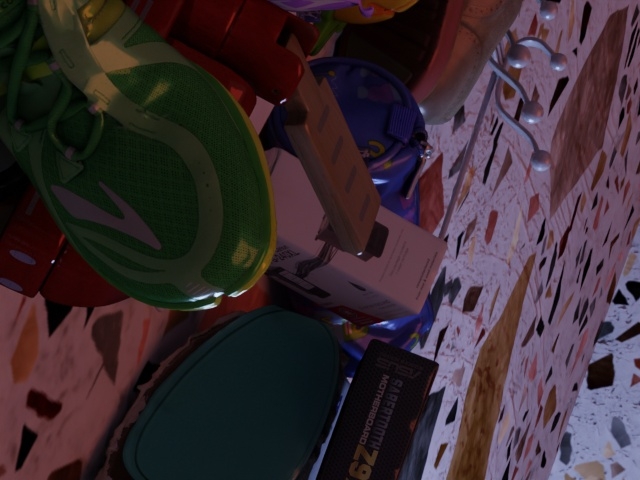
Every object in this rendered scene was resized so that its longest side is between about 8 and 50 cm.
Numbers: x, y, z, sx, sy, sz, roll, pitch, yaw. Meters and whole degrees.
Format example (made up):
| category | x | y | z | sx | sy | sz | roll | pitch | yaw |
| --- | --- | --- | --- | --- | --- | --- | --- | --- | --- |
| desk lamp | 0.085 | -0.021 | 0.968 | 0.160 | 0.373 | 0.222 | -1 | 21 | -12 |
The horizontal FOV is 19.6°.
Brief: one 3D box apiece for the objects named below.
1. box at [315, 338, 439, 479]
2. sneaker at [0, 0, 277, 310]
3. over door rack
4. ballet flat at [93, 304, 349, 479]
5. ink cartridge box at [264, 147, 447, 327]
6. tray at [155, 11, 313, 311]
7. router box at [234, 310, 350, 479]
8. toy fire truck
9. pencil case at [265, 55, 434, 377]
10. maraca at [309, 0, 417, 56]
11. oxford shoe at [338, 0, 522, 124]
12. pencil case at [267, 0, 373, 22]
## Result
| category | x | y | z | sx | sy | sz | roll | pitch | yaw |
| --- | --- | --- | --- | --- | --- | --- | --- | --- | --- |
| box | 0.028 | 0.184 | 1.446 | 0.232 | 0.059 | 0.183 | 98 | 13 | -78 |
| sneaker | -0.130 | -0.090 | 0.831 | 0.109 | 0.295 | 0.123 | -35 | 174 | 17 |
| over door rack | 0.141 | -0.101 | 1.746 | 0.324 | 0.108 | 0.239 | -59 | 158 | -15 |
| ballet flat | -0.122 | 0.220 | 1.345 | 0.409 | 0.147 | 0.147 | -58 | 156 | -31 |
| ink cartridge box | 0.000 | 0.000 | 1.372 | 0.109 | 0.150 | 0.063 | -19 | -135 | 66 |
| tray | -0.078 | -0.096 | 1.300 | 0.145 | 0.030 | 0.270 | 75 | 36 | -56 |
| router box | -0.055 | 0.259 | 1.589 | 0.335 | 0.082 | 0.301 | 60 | 49 | -65 |
| toy fire truck | -0.074 | -0.050 | 1.001 | 0.217 | 0.246 | 0.158 | -66 | -172 | -21 |
| pencil case | 0.030 | -0.013 | 1.523 | 0.306 | 0.133 | 0.119 | 85 | 25 | -50 |
| maraca | 0.037 | -0.214 | 1.435 | 0.127 | 0.099 | 0.185 | -43 | 171 | -42 |
| oxford shoe | 0.129 | -0.263 | 1.580 | 0.130 | 0.123 | 0.348 | 23 | 94 | -57 |
| pencil case | -0.002 | -0.250 | 1.240 | 0.086 | 0.088 | 0.206 | -36 | 129 | -81 |
